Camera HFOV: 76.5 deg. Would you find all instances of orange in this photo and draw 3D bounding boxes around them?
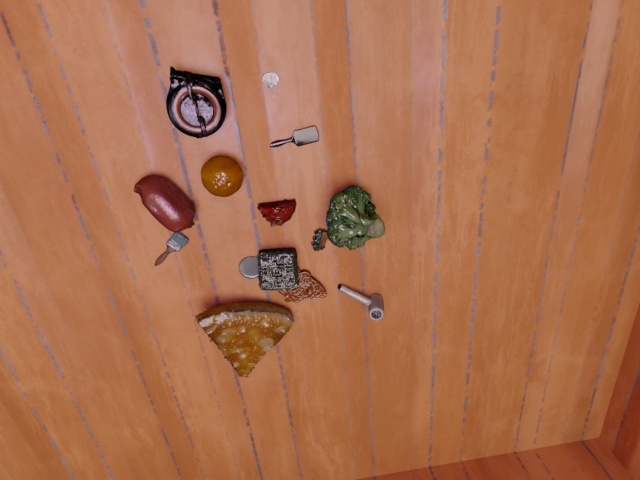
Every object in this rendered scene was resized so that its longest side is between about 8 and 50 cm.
[{"bbox_3d":[-0.371,-0.237,1.525,0.159,0.136,0.158,-4,118,-8],"label":"orange"}]

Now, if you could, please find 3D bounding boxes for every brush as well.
[{"bbox_3d":[-0.631,0.043,1.692,0.196,0.021,0.070,-42,114,15],"label":"brush"},{"bbox_3d":[-0.102,-0.388,1.553,0.194,0.016,0.062,-15,116,-1],"label":"brush"}]

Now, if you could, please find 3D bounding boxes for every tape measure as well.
[{"bbox_3d":[-0.431,-0.472,1.411,0.202,0.135,0.222,2,118,-19],"label":"tape measure"}]

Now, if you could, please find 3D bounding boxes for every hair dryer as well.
[{"bbox_3d":[0.184,0.264,1.852,0.237,0.131,0.073,31,111,-5],"label":"hair dryer"}]

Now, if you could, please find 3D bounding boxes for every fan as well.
[{"bbox_3d":[-0.172,-0.570,1.464,0.060,0.003,0.080,-31,115,9],"label":"fan"}]

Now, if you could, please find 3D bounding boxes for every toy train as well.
[{"bbox_3d":[0.000,0.000,1.738,0.064,0.044,0.103,6,115,-22],"label":"toy train"}]

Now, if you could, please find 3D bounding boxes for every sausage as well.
[{"bbox_3d":[-0.584,-0.137,1.544,0.148,0.148,0.254,-34,114,9],"label":"sausage"}]

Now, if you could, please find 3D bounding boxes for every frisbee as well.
[{"bbox_3d":[-0.302,0.119,1.770,0.110,0.014,0.110,-3,114,-6],"label":"frisbee"}]

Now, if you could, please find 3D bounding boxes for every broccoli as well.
[{"bbox_3d":[0.135,-0.077,1.595,0.270,0.270,0.269,-13,114,-32],"label":"broccoli"}]

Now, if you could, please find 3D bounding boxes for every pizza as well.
[{"bbox_3d":[-0.359,0.453,1.863,0.441,0.130,0.405,4,116,-20],"label":"pizza"}]

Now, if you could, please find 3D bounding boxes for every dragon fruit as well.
[{"bbox_3d":[-0.171,-0.102,1.647,0.162,0.083,0.106,-8,118,-6],"label":"dragon fruit"}]

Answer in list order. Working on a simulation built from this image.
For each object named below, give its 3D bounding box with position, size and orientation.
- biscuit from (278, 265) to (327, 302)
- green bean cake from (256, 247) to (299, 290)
[{"bbox_3d":[-0.100,0.200,1.816,0.281,0.043,0.183,16,108,-16],"label":"biscuit"},{"bbox_3d":[-0.178,0.126,1.719,0.173,0.094,0.181,-1,100,-4],"label":"green bean cake"}]
